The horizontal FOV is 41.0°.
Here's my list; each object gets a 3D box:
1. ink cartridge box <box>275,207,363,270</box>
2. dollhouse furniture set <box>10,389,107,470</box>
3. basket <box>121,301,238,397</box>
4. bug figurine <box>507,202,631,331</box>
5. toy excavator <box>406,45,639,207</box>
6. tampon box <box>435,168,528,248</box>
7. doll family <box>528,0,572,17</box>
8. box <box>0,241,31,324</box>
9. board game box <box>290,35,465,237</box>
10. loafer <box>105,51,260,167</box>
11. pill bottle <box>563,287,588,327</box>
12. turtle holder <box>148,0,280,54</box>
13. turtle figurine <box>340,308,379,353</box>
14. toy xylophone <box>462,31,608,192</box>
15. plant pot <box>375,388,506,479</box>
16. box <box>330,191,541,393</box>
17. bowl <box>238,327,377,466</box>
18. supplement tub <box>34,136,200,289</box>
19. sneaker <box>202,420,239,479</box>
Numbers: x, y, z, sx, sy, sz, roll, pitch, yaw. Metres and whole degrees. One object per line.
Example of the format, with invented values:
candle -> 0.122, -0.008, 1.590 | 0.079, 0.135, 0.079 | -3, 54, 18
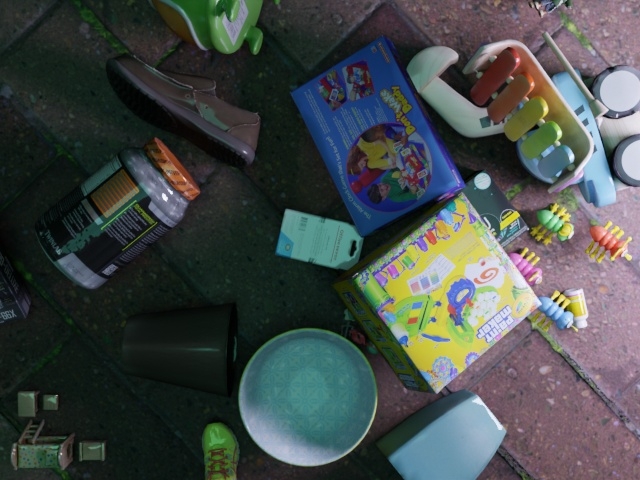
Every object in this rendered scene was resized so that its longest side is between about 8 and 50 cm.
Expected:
ink cartridge box -> 0.000, 0.000, 1.867 | 0.180, 0.060, 0.104 | 14, 92, -1
dollhouse furniture set -> -0.569, 0.409, 1.865 | 0.181, 0.101, 0.161 | -1, 93, 0
basket -> -0.300, 0.231, 1.837 | 0.226, 0.154, 0.205 | 2, 91, 3
bug figurine -> 0.520, 0.050, 1.840 | 0.216, 0.072, 0.279 | 37, 91, 16
toy excavator -> 0.440, -0.249, 1.798 | 0.444, 0.222, 0.433 | -18, 91, 9
tampon box -> 0.345, -0.055, 1.844 | 0.120, 0.101, 0.161 | -38, 92, 1
doll family -> 0.478, -0.570, 1.836 | 0.111, 0.076, 0.193 | -31, 89, 6
box -> -0.807, 0.093, 1.806 | 0.307, 0.077, 0.243 | -16, 125, 1
board game box -> 0.117, -0.213, 1.790 | 0.233, 0.078, 0.347 | -28, 83, 19
loafer -> -0.286, -0.295, 1.834 | 0.365, 0.134, 0.130 | 32, 69, -11
pill bottle -> 0.563, 0.149, 1.884 | 0.043, 0.043, 0.083 | -13, 92, 0
turtle holder -> -0.221, -0.553, 1.754 | 0.227, 0.243, 0.321 | 15, 102, 16
turtle figurine -> 0.146, 0.165, 1.854 | 0.175, 0.118, 0.234 | 27, 87, -1
toy xylophone -> 0.409, -0.257, 1.623 | 0.081, 0.236, 0.323 | -32, 76, -17
plant pot -> 0.269, 0.439, 1.845 | 0.234, 0.166, 0.165 | -39, 92, -6
box -> 0.228, 0.108, 1.727 | 0.290, 0.177, 0.279 | -36, 93, -15
bowl -> -0.025, 0.320, 1.835 | 0.289, 0.156, 0.290 | 0, 92, 0
supplement tub -> -0.420, -0.061, 1.798 | 0.316, 0.193, 0.194 | -38, 92, 2
sneaker -> -0.218, 0.501, 1.874 | 0.081, 0.094, 0.209 | -8, 91, 2
